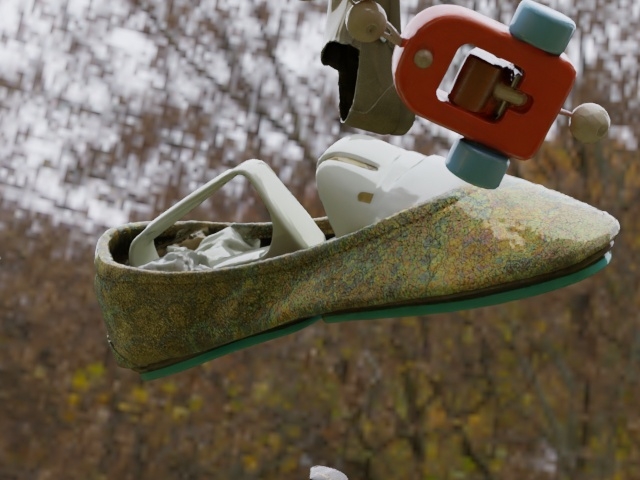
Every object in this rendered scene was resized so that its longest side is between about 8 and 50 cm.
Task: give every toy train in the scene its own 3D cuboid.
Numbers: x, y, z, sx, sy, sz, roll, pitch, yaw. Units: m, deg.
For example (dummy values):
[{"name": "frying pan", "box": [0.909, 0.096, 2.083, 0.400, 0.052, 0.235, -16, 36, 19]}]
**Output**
[{"name": "toy train", "box": [0.046, -0.106, 0.503, 0.125, 0.046, 0.166, 18, -72, -10]}]

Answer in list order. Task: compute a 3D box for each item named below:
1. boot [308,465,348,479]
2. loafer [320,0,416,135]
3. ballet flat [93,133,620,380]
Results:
[{"name": "boot", "box": [0.007, 0.229, 1.446, 0.106, 0.037, 0.114, 21, -36, 51]}, {"name": "loafer", "box": [0.025, -0.139, 1.106, 0.050, 0.148, 0.056, -10, -11, -23]}, {"name": "ballet flat", "box": [0.000, 0.000, 0.981, 0.348, 0.123, 0.123, -15, -34, 36]}]
